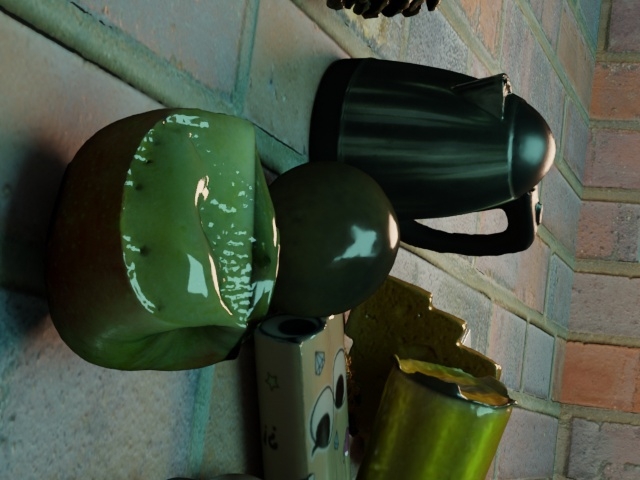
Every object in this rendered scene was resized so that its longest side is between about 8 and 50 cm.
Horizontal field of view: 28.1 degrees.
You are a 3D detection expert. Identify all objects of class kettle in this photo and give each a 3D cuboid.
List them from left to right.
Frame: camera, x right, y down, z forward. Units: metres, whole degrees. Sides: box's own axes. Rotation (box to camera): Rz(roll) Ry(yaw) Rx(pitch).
[{"bbox_3d":[0.147,-0.095,1.548,0.207,0.271,0.250,-18,110,-68],"label":"kettle"}]

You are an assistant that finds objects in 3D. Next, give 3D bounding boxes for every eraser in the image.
[{"bbox_3d":[-0.015,0.214,1.437,0.171,0.087,0.290,-49,139,-65],"label":"eraser"}]

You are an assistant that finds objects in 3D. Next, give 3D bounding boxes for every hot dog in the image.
[{"bbox_3d":[0.017,0.172,1.564,0.188,0.055,0.072,75,30,-44],"label":"hot dog"}]

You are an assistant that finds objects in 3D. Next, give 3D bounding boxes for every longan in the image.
[{"bbox_3d":[0.000,0.000,1.350,0.187,0.167,0.167,-27,122,-42],"label":"longan"}]

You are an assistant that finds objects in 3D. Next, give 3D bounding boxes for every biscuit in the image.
[{"bbox_3d":[0.111,0.147,1.653,0.238,0.212,0.041,67,16,2],"label":"biscuit"}]

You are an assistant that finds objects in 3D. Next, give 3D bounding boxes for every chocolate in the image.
[{"bbox_3d":[0.089,0.363,1.570,0.162,0.162,0.445,-4,115,-69],"label":"chocolate"}]

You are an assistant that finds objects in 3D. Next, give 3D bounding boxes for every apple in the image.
[{"bbox_3d":[-0.125,0.001,0.992,0.207,0.174,0.188,35,42,-64],"label":"apple"}]

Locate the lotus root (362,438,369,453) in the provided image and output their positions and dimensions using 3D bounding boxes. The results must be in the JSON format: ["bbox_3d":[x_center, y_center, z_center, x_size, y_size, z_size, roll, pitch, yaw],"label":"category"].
[{"bbox_3d":[0.101,0.278,1.776,0.183,0.077,0.090,-24,109,-70],"label":"lotus root"}]

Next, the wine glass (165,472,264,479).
[{"bbox_3d":[-0.087,0.275,1.239,0.222,0.103,0.103,21,74,-68],"label":"wine glass"}]

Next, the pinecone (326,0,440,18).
[{"bbox_3d":[0.084,-0.340,1.472,0.204,0.179,0.184,-30,161,-14],"label":"pinecone"}]

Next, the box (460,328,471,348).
[{"bbox_3d":[0.127,0.166,1.747,0.129,0.130,0.051,-55,145,-54],"label":"box"}]
